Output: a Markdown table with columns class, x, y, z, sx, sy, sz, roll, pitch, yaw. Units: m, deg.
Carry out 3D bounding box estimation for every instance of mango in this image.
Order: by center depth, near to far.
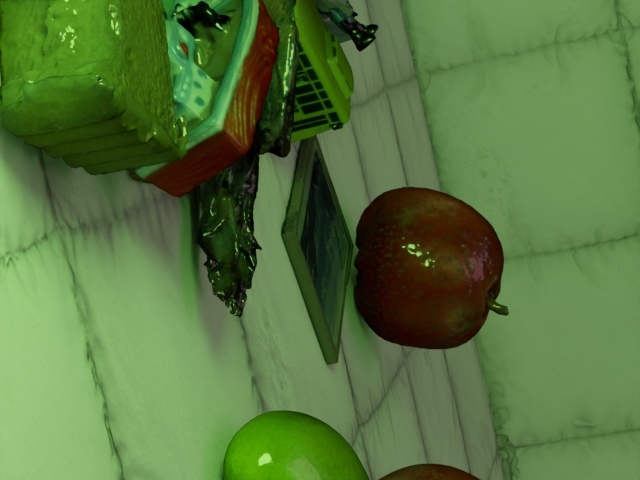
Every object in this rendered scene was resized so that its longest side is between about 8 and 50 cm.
| class | x | y | z | sx | sy | sz | roll | pitch | yaw |
| --- | --- | --- | --- | --- | --- | --- | --- | --- | --- |
| mango | -0.020 | 0.297 | 1.798 | 0.185 | 0.149 | 0.273 | -84 | 154 | -47 |

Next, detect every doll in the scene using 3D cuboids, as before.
| class | x | y | z | sx | sy | sz | roll | pitch | yaw |
| --- | --- | --- | --- | --- | --- | --- | --- | --- | --- |
| doll | 0.002 | -0.351 | 2.156 | 0.195 | 0.070 | 0.096 | 45 | 19 | -12 |

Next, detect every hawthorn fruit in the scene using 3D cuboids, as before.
| class | x | y | z | sx | sy | sz | roll | pitch | yaw |
| --- | --- | --- | --- | --- | --- | --- | --- | --- | --- |
| hawthorn fruit | 0.188 | 0.058 | 2.602 | 0.275 | 0.299 | 0.275 | -60 | 167 | -24 |

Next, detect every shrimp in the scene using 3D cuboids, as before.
| class | x | y | z | sx | sy | sz | roll | pitch | yaw |
| --- | --- | --- | --- | --- | --- | --- | --- | --- | --- |
| shrimp | -0.082 | -0.128 | 1.788 | 0.272 | 0.085 | 0.445 | 144 | -47 | -58 |

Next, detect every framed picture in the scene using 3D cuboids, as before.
| class | x | y | z | sx | sy | sz | roll | pitch | yaw |
| --- | --- | --- | --- | --- | --- | --- | --- | --- | --- |
| framed picture | 0.000 | 0.000 | 2.408 | 0.335 | 0.022 | 0.247 | -80 | 156 | -58 |

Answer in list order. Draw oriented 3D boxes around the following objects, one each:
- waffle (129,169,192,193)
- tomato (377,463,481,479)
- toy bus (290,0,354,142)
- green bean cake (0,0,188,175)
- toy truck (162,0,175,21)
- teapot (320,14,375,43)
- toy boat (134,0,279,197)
| class | x | y | z | sx | sy | sz | roll | pitch | yaw |
| --- | --- | --- | --- | --- | --- | --- | --- | --- | --- |
| waffle | -0.184 | -0.118 | 1.724 | 0.191 | 0.032 | 0.125 | 4 | 72 | -79 |
| tomato | 0.148 | 0.454 | 2.147 | 0.265 | 0.265 | 0.265 | -11 | 90 | -77 |
| toy bus | -0.050 | -0.257 | 2.126 | 0.262 | 0.150 | 0.128 | 58 | 23 | -52 |
| green bean cake | -0.223 | -0.191 | 1.394 | 0.233 | 0.124 | 0.236 | 42 | 39 | -70 |
| toy truck | -0.194 | -0.319 | 1.767 | 0.078 | 0.080 | 0.154 | 53 | -10 | 47 |
| teapot | -0.019 | -0.363 | 2.276 | 0.232 | 0.159 | 0.159 | 54 | -1 | 30 |
| toy boat | -0.137 | -0.201 | 1.627 | 0.133 | 0.145 | 0.332 | 44 | 31 | -26 |
